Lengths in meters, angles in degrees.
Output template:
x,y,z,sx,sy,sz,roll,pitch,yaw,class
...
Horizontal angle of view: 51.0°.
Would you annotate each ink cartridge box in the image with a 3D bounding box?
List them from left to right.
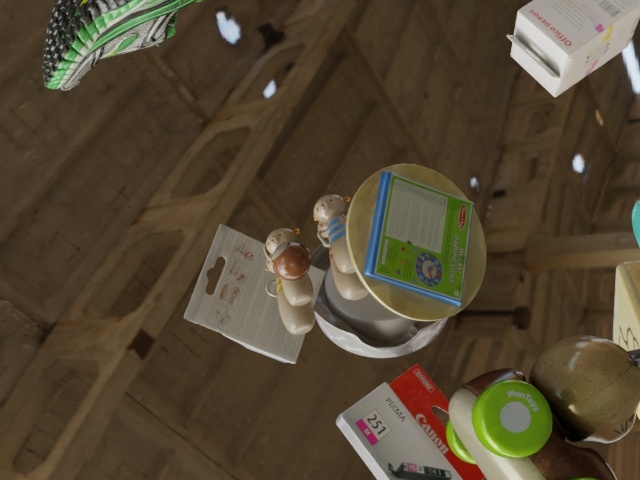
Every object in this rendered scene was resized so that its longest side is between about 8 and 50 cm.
x,y,z,sx,sy,sz,roll,pitch,yaw,class
-0.121,0.101,1.241,0.232,0.066,0.189,25,-108,-19,ink cartridge box
0.206,0.405,1.355,0.238,0.060,0.275,-30,-111,-27,ink cartridge box
0.315,-0.263,0.851,0.143,0.092,0.090,-35,-24,-5,ink cartridge box

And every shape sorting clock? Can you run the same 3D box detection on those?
x,y,z,sx,sy,sz,roll,pitch,yaw,class
0.125,0.001,0.857,0.206,0.040,0.206,6,-109,-19,shape sorting clock

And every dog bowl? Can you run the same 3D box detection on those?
x,y,z,sx,sy,sz,roll,pitch,yaw,class
0.136,0.113,1.506,0.349,0.348,0.102,-54,-29,-38,dog bowl

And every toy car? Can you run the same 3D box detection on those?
x,y,z,sx,sy,sz,roll,pitch,yaw,class
0.209,0.135,0.517,0.188,0.155,0.149,-33,-107,-10,toy car

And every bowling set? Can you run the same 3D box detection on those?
x,y,z,sx,sy,sz,roll,pitch,yaw,class
0.000,0.000,0.983,0.200,0.287,0.154,35,-151,-54,bowling set

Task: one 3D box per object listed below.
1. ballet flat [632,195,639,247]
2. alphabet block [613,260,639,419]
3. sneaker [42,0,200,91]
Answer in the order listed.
x,y,z,sx,sy,sz,roll,pitch,yaw,class
0.496,0.068,0.802,0.106,0.108,0.316,-17,-111,-20,ballet flat
0.596,0.158,1.086,0.197,0.193,0.193,-75,-25,-55,alphabet block
-0.304,-0.321,1.016,0.146,0.343,0.134,22,-128,-46,sneaker
